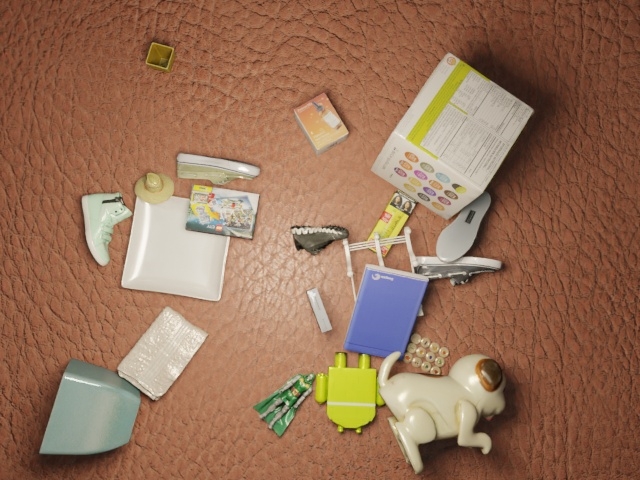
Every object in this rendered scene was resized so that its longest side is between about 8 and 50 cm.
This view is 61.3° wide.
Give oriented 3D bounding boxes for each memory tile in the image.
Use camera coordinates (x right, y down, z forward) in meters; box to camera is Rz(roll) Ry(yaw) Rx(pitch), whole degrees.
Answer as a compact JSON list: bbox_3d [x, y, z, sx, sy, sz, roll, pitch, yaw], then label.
[{"bbox_3d":[0.372,0.404,1.907,0.148,0.012,0.113,26,85,1],"label":"memory tile"}]

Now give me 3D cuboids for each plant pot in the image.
[{"bbox_3d":[-0.565,-0.646,1.935,0.081,0.083,0.081,16,86,0],"label":"plant pot"},{"bbox_3d":[-0.727,0.548,1.753,0.253,0.247,0.247,16,84,-18],"label":"plant pot"}]

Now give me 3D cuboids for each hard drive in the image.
[{"bbox_3d":[0.216,0.246,1.819,0.211,0.040,0.318,12,112,-4],"label":"hard drive"}]

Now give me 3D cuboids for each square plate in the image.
[{"bbox_3d":[-0.494,0.019,1.897,0.348,0.049,0.343,9,85,-1],"label":"square plate"}]

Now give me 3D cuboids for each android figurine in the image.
[{"bbox_3d":[0.106,0.525,1.866,0.249,0.056,0.272,1,83,-3],"label":"android figurine"}]

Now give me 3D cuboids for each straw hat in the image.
[{"bbox_3d":[-0.580,-0.201,1.876,0.145,0.061,0.144,2,56,-4],"label":"straw hat"}]

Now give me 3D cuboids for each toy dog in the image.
[{"bbox_3d":[0.420,0.526,1.795,0.408,0.284,0.395,-21,68,-5],"label":"toy dog"}]

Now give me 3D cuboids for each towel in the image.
[{"bbox_3d":[-0.541,0.385,1.850,0.187,0.049,0.282,35,78,1],"label":"towel"}]

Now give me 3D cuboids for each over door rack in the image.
[{"bbox_3d":[0.216,0.131,1.840,0.240,0.108,0.323,-9,98,5],"label":"over door rack"}]

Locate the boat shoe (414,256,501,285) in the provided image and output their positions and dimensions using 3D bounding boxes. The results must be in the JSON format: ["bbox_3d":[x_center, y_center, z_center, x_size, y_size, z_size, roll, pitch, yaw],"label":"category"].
[{"bbox_3d":[0.479,0.109,1.890,0.302,0.108,0.102,1,85,1],"label":"boat shoe"}]

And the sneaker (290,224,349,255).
[{"bbox_3d":[0.000,0.000,1.867,0.235,0.078,0.106,1,98,34],"label":"sneaker"}]

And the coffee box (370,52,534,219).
[{"bbox_3d":[0.422,-0.327,1.791,0.335,0.337,0.338,34,76,2],"label":"coffee box"}]

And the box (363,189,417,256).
[{"bbox_3d":[0.246,-0.059,1.920,0.087,0.058,0.232,32,86,-1],"label":"box"}]

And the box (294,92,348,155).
[{"bbox_3d":[0.001,-0.413,1.928,0.130,0.091,0.170,-31,87,-4],"label":"box"}]

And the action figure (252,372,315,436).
[{"bbox_3d":[-0.106,0.541,1.860,0.137,0.063,0.232,45,82,5],"label":"action figure"}]

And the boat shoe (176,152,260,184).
[{"bbox_3d":[-0.362,-0.245,1.909,0.303,0.109,0.094,10,100,8],"label":"boat shoe"}]

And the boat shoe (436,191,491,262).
[{"bbox_3d":[0.495,-0.037,1.886,0.113,0.105,0.306,23,68,18],"label":"boat shoe"}]

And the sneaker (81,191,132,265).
[{"bbox_3d":[-0.728,-0.046,1.874,0.151,0.094,0.255,-11,87,-6],"label":"sneaker"}]

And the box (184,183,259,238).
[{"bbox_3d":[-0.338,-0.097,1.868,0.233,0.044,0.159,9,83,-3],"label":"box"}]

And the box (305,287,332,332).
[{"bbox_3d":[-0.008,0.232,1.823,0.038,0.186,0.145,-20,86,-6],"label":"box"}]
